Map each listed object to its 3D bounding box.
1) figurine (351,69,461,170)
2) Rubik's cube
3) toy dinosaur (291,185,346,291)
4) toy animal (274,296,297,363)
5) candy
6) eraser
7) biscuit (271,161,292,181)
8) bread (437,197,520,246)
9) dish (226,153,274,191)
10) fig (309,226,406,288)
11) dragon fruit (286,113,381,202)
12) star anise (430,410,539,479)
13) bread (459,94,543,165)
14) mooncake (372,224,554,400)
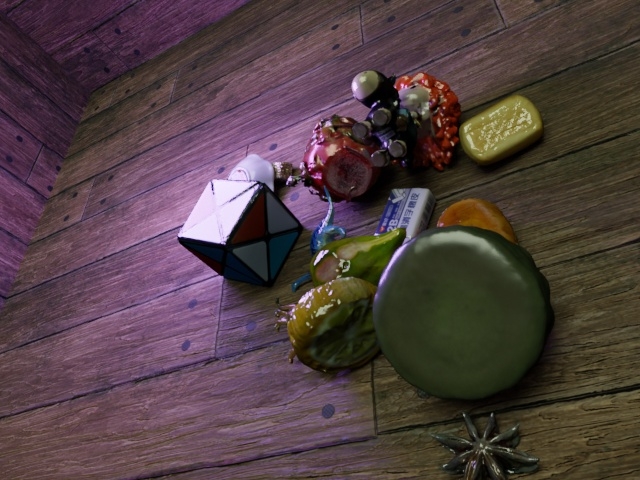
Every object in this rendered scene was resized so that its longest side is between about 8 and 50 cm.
[{"bbox_3d":[0.236,-0.343,1.505,0.241,0.412,0.306,-45,62,38],"label":"figurine"},{"bbox_3d":[-0.250,-0.028,1.668,0.248,0.246,0.250,10,64,39],"label":"Rubik's cube"},{"bbox_3d":[0.023,0.020,1.535,0.144,0.076,0.329,22,103,19],"label":"toy dinosaur"},{"bbox_3d":[-0.059,0.248,1.430,0.099,0.057,0.241,-35,64,21],"label":"toy animal"},{"bbox_3d":[0.051,0.205,1.270,0.260,0.260,0.118,-35,42,7],"label":"candy"},{"bbox_3d":[0.228,-0.042,1.473,0.125,0.068,0.210,5,62,39],"label":"eraser"},{"bbox_3d":[-0.178,-0.245,1.911,0.169,0.082,0.070,2,86,36],"label":"biscuit"},{"bbox_3d":[0.381,0.015,1.276,0.179,0.133,0.250,-21,48,15],"label":"bread"},{"bbox_3d":[-0.265,-0.198,1.867,0.229,0.081,0.229,-5,81,37],"label":"dish"},{"bbox_3d":[0.115,0.061,1.376,0.275,0.206,0.206,-34,44,7],"label":"fig"},{"bbox_3d":[0.059,-0.252,1.639,0.269,0.250,0.291,-55,24,20],"label":"dragon fruit"},{"bbox_3d":[0.320,0.427,1.044,0.205,0.061,0.180,-13,39,21],"label":"star anise"},{"bbox_3d":[0.489,-0.293,1.450,0.217,0.098,0.147,-25,72,10],"label":"bread"},{"bbox_3d":[0.293,0.143,1.111,0.357,0.194,0.356,-2,87,26],"label":"mooncake"}]
